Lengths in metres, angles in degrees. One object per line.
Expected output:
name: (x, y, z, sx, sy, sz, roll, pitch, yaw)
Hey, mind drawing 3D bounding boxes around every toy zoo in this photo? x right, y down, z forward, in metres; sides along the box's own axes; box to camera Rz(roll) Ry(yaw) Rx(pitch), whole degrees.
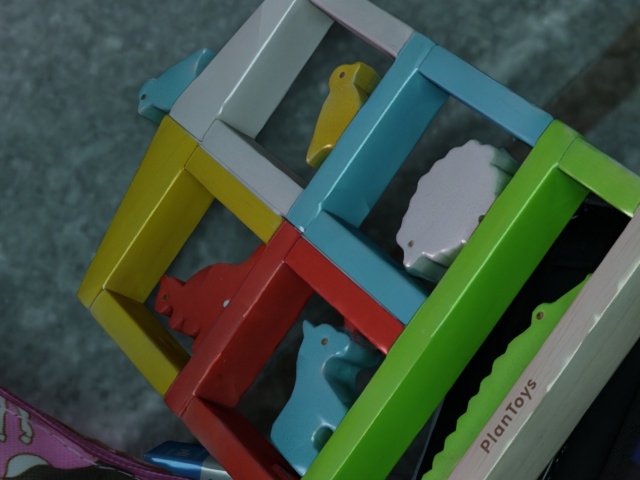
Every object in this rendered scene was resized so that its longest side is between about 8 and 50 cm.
toy zoo: (0.000, 0.000, 0.611, 0.192, 0.030, 0.293, -56, 45, 6)

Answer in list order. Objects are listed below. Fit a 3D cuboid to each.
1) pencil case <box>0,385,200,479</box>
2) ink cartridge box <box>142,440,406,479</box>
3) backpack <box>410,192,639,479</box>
pencil case: (-0.194, 0.116, 0.615, 0.386, 0.160, 0.167, 27, 124, 16)
ink cartridge box: (-0.024, 0.148, 0.679, 0.122, 0.052, 0.089, 7, 89, 5)
backpack: (0.137, 0.132, 0.567, 0.225, 0.191, 0.254, 17, 76, 49)
